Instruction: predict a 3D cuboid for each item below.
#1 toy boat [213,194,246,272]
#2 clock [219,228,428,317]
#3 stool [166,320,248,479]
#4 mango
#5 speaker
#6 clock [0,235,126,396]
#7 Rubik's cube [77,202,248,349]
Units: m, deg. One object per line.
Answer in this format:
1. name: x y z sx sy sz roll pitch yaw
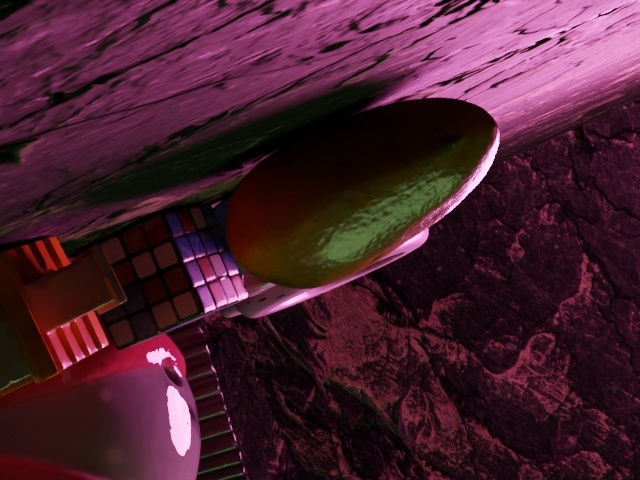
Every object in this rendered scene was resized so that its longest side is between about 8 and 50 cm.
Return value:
1. toy boat: -0.045 -0.014 1.252 0.185 0.075 0.077 -21 171 24
2. clock: 0.000 0.000 1.687 0.296 0.113 0.322 -23 176 -6
3. stool: -0.281 0.205 1.598 0.330 0.297 0.297 -18 177 -9
4. mango: 0.029 -0.036 1.031 0.227 0.109 0.147 -26 173 24
5. speaker: -0.240 0.194 1.247 0.294 0.294 0.294 -23 178 -1
6. clock: -0.272 0.078 0.927 0.255 0.106 0.220 -27 -178 -33
7. Rubik's cube: -0.132 0.029 1.178 0.092 0.092 0.092 -24 178 23
